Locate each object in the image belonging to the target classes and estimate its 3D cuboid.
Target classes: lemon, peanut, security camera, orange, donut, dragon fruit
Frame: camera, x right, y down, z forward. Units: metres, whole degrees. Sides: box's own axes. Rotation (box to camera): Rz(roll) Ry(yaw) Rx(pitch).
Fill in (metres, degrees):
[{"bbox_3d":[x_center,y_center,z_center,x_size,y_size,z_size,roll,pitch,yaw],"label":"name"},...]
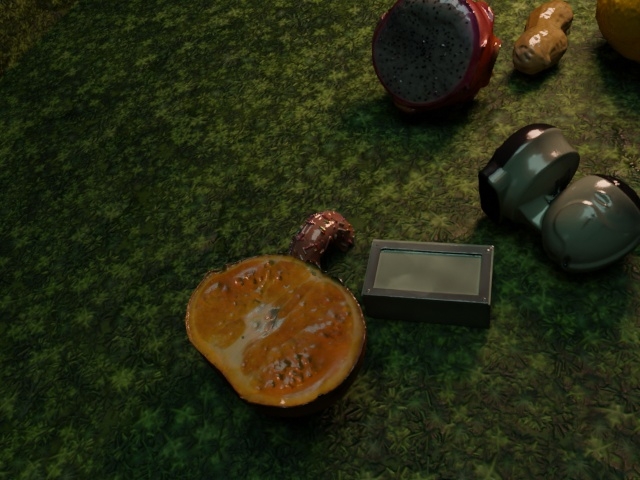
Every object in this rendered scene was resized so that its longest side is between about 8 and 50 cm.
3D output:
[{"bbox_3d":[0.748,-0.520,1.316,0.245,0.245,0.319,-11,35,6],"label":"lemon"},{"bbox_3d":[0.543,-0.497,1.447,0.117,0.101,0.263,27,58,2],"label":"peanut"},{"bbox_3d":[0.447,-0.068,1.088,0.191,0.197,0.277,-38,60,-3],"label":"security camera"},{"bbox_3d":[-0.067,0.159,0.999,0.274,0.274,0.310,-50,24,-23],"label":"orange"},{"bbox_3d":[0.000,0.000,1.187,0.065,0.117,0.166,26,64,34],"label":"donut"},{"bbox_3d":[0.279,-0.442,1.377,0.291,0.290,0.189,21,26,27],"label":"dragon fruit"}]

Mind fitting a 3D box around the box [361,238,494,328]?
[{"bbox_3d":[0.200,0.075,1.098,0.225,0.086,0.129,3,54,17],"label":"box"}]
